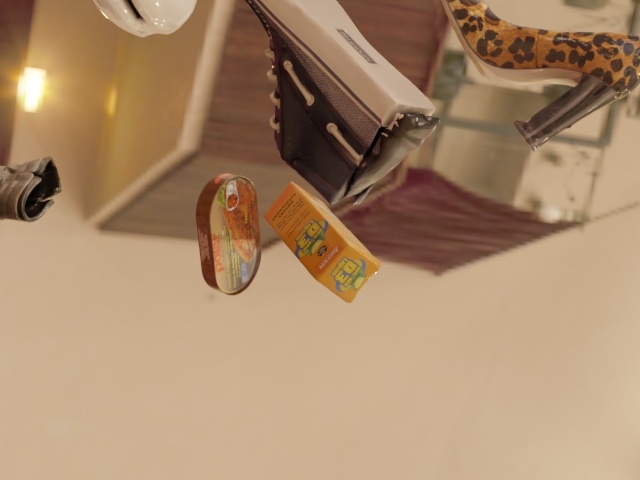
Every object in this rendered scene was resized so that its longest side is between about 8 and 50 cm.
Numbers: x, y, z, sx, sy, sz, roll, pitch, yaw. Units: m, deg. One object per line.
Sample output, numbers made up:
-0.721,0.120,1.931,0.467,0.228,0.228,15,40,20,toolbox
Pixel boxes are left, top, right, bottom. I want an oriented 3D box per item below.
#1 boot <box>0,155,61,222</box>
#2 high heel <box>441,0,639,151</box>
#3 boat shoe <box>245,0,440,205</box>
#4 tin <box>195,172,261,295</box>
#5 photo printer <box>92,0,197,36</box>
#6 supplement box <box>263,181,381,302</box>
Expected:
-0.378,-0.026,1.519,0.246,0.161,0.083,-68,146,-59,boot
0.265,-0.253,1.706,0.261,0.186,0.093,60,10,22,high heel
-0.025,-0.189,1.656,0.340,0.127,0.158,51,-64,27,boat shoe
-0.137,-0.009,2.142,0.040,0.106,0.189,14,-59,31,tin
-0.184,-0.365,1.373,0.256,0.107,0.307,68,20,-68,photo printer
0.000,0.000,2.130,0.078,0.080,0.233,-51,-145,5,supplement box
